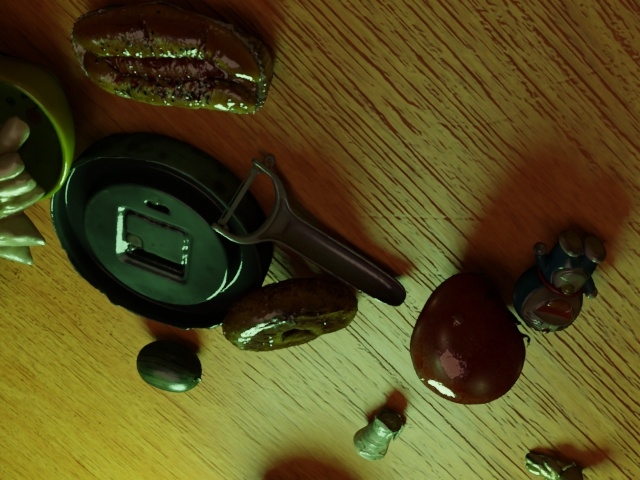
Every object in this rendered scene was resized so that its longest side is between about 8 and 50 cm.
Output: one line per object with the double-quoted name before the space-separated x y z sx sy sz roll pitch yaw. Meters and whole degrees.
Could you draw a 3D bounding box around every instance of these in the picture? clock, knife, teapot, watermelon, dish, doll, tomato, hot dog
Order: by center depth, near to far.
"hot dog" -0.185 -0.227 1.563 0.268 0.075 0.144 11 137 21
"doll" 0.294 0.056 1.584 0.114 0.085 0.152 17 128 -15
"tomato" 0.187 0.133 1.645 0.167 0.167 0.167 14 135 15
"knife" 0.000 0.000 1.700 0.278 0.053 0.123 32 93 -16
"dish" -0.433 -0.179 1.708 0.262 0.108 0.221 21 138 8
"clock" -0.223 -0.009 1.792 0.325 0.067 0.325 14 135 14
"doll" 0.339 0.344 1.852 0.093 0.051 0.061 10 141 20
"teapot" 0.094 0.290 1.928 0.067 0.057 0.083 1 140 -27
"watermelon" -0.234 0.197 1.986 0.111 0.078 0.078 18 136 9

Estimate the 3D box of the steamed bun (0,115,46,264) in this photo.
"steamed bun" -0.489 -0.072 1.659 0.247 0.189 0.428 49 143 21

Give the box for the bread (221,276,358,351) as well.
"bread" -0.043 0.102 1.757 0.193 0.064 0.193 -12 160 -4
